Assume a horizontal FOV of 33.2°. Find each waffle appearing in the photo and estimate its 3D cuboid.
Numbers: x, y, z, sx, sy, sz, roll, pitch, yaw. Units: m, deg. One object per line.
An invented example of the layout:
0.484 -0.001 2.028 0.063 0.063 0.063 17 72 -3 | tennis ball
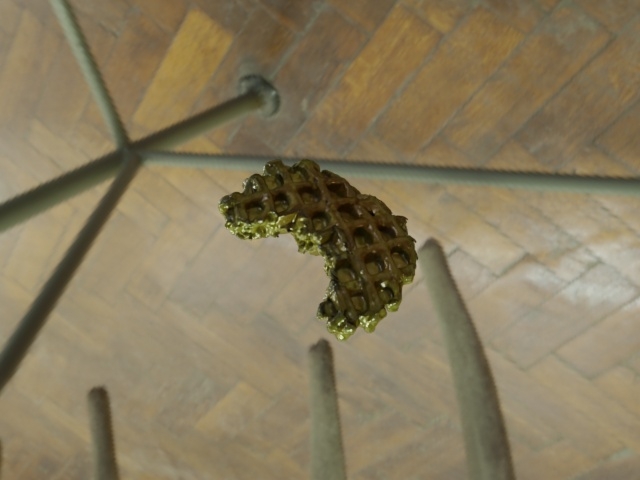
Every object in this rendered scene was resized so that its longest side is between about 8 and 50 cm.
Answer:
0.001 -0.002 1.005 0.194 0.149 0.051 35 142 10 | waffle
